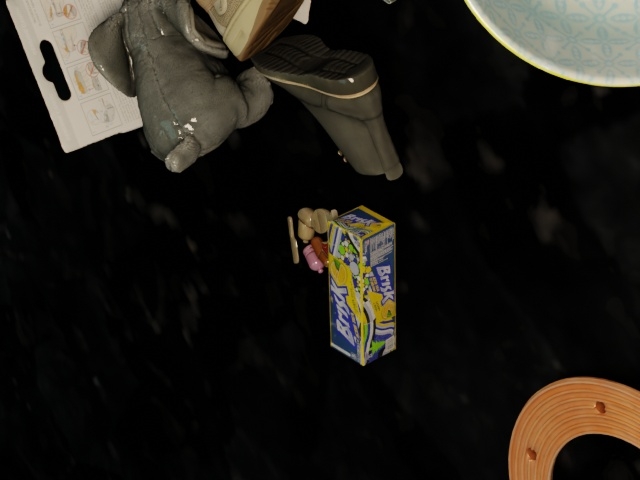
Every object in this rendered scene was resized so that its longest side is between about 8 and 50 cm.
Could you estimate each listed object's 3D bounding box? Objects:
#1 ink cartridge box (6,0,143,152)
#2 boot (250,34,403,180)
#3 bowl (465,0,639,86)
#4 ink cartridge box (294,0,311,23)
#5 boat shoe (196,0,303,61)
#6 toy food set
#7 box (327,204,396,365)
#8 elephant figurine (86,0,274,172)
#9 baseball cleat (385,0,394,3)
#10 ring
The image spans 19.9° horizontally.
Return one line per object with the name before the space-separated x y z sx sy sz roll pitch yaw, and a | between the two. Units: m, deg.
ink cartridge box | -0.243 -0.218 2.108 0.066 0.232 0.189 -12 100 58
boot | 0.004 -0.141 1.977 0.198 0.077 0.137 30 147 54
bowl | 0.236 -0.280 1.463 0.156 0.289 0.289 -79 -24 -72
ink cartridge box | -0.084 -0.361 1.986 0.225 0.056 0.181 27 133 18
boat shoe | -0.046 -0.316 1.860 0.110 0.121 0.341 47 141 6
toy food set | 0.000 0.000 2.093 0.122 0.019 0.078 4 104 64
box | 0.047 0.051 2.045 0.059 0.054 0.169 29 132 41
elephant figurine | -0.176 -0.213 2.031 0.239 0.169 0.186 62 159 -10
baseball cleat | 0.090 -0.312 1.764 0.109 0.072 0.206 41 146 9
ring | 0.320 0.290 1.849 0.336 0.032 0.336 32 135 39
